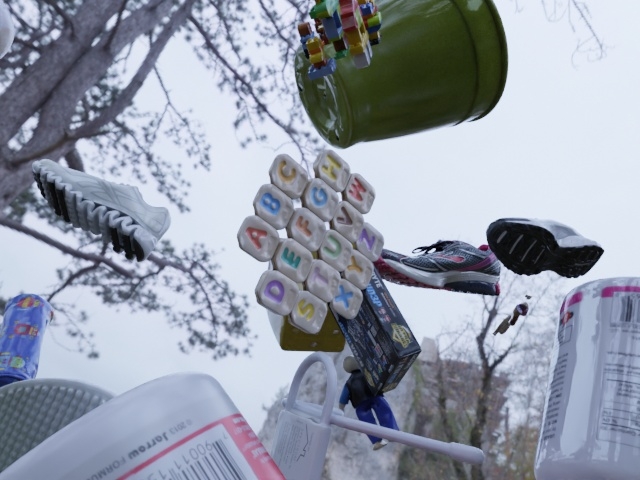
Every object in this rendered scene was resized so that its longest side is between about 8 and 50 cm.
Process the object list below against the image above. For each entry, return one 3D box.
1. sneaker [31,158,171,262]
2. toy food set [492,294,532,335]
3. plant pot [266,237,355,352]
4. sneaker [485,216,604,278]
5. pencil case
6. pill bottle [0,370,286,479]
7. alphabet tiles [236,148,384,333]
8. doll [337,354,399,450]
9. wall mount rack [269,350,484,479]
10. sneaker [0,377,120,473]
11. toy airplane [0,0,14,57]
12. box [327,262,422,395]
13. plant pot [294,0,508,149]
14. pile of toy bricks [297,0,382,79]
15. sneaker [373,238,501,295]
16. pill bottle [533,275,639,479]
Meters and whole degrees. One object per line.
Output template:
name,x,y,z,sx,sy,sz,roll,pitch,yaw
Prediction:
sneaker,-0.423,-0.074,1.086,0.292,0.118,0.110,32,-37,6
toy food set,0.456,0.180,1.314,0.019,0.122,0.078,43,16,31
plant pot,-0.017,0.139,1.285,0.212,0.187,0.212,3,-49,-8
sneaker,0.404,0.003,1.054,0.272,0.108,0.100,11,-59,-31
pencil case,-0.756,0.269,1.408,0.119,0.306,0.133,20,-62,-26
pill bottle,-0.066,0.321,0.404,0.407,0.229,0.229,52,-27,17
alphabet tiles,0.000,0.000,0.914,0.021,0.284,0.278,0,-31,49
doll,0.089,0.316,1.120,0.129,0.189,0.046,-35,-30,18
wall mount rack,0.028,0.325,0.690,0.131,0.350,0.304,21,-15,-27
sneaker,-0.361,0.250,0.718,0.366,0.135,0.150,-12,-15,19
toy airplane,-0.468,-0.243,0.569,0.386,0.273,0.384,49,-40,46
box,0.092,0.157,1.054,0.220,0.051,0.175,62,-26,30
plant pot,0.147,-0.370,1.229,0.366,0.353,0.366,52,-21,29
pile of toy bricks,0.015,-0.297,0.732,0.118,0.212,0.105,-11,-57,18
sneaker,0.238,0.047,1.163,0.299,0.112,0.121,7,-5,-23
pill bottle,0.307,0.192,0.563,0.160,0.283,0.160,18,-30,11
